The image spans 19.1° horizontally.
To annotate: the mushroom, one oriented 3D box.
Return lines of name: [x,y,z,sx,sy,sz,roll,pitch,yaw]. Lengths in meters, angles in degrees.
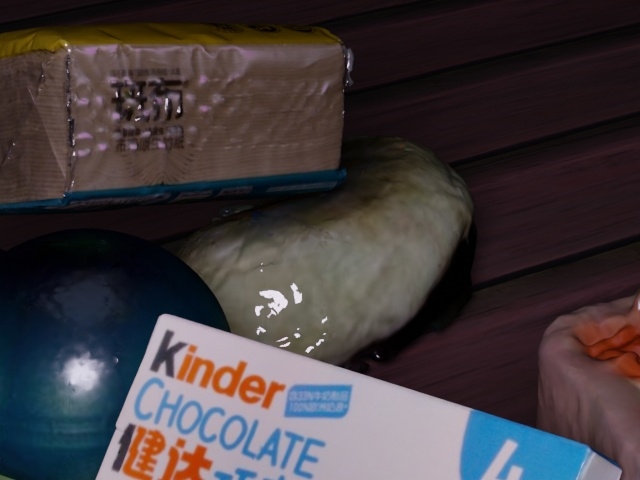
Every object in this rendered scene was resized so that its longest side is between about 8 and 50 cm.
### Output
mushroom: [-0.001,-0.002,1.536,0.247,0.130,0.344,19,29,31]

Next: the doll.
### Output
doll: [-0.186,0.081,1.282,0.322,0.186,0.198,13,24,35]

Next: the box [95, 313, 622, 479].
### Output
box: [-0.017,0.192,0.943,0.273,0.265,0.048,14,-12,35]

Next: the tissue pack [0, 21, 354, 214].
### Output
tissue pack: [-0.134,-0.091,1.398,0.271,0.134,0.192,-5,3,-44]

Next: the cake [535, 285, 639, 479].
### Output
cake: [0.279,0.156,1.021,0.308,0.230,0.237,-7,26,-14]
